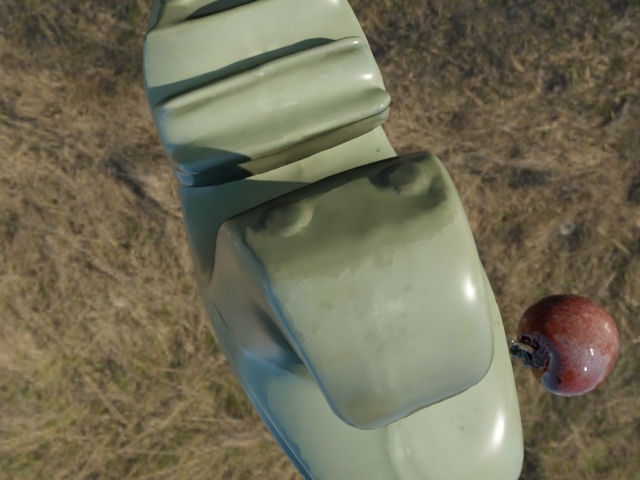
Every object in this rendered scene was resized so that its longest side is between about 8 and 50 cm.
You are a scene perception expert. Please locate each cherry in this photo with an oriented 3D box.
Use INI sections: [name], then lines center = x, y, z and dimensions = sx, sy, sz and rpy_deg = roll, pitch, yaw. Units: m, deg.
[cherry]
center = 0.224, 0.115, 0.859
dimensions = 0.225, 0.107, 0.090
rpy_deg = -13, 176, -39

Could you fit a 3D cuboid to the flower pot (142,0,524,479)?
[flower pot]
center = 0.000, 0.000, 0.526
dimensions = 0.164, 0.367, 0.254
rpy_deg = -20, 131, -5
